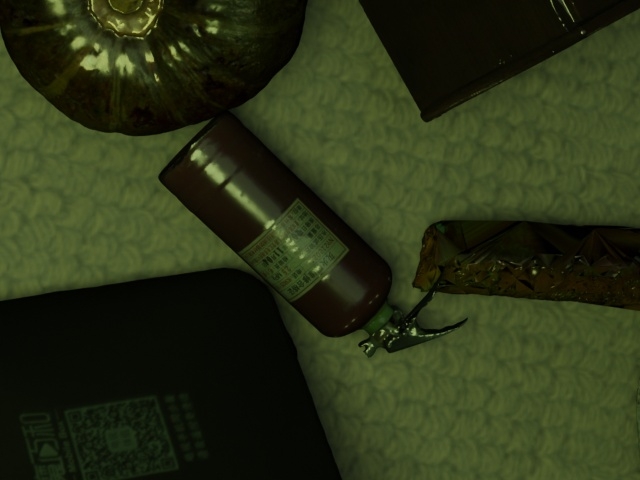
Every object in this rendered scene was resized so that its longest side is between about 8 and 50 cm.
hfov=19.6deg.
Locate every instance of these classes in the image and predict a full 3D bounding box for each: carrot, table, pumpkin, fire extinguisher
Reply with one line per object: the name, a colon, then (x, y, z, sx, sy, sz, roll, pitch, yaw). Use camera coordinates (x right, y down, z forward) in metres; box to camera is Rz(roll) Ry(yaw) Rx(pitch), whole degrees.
carrot: (0.181, 0.017, 1.364, 0.229, 0.069, 0.069, 4, 84, -13)
table: (0.139, -0.276, 1.282, 0.250, 0.196, 0.282, -30, 93, -31)
pumpkin: (-0.116, -0.174, 1.258, 0.219, 0.162, 0.219, -1, 110, -3)
fire extinguisher: (0.000, 0.000, 1.306, 0.231, 0.071, 0.099, 42, 104, -6)

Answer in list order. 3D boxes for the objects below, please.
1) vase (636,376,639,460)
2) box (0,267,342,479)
vase: (0.331, 0.101, 1.198, 0.250, 0.445, 0.250, 0, 79, 0)
box: (-0.134, 0.150, 1.198, 0.289, 0.073, 0.290, -9, 50, -17)
